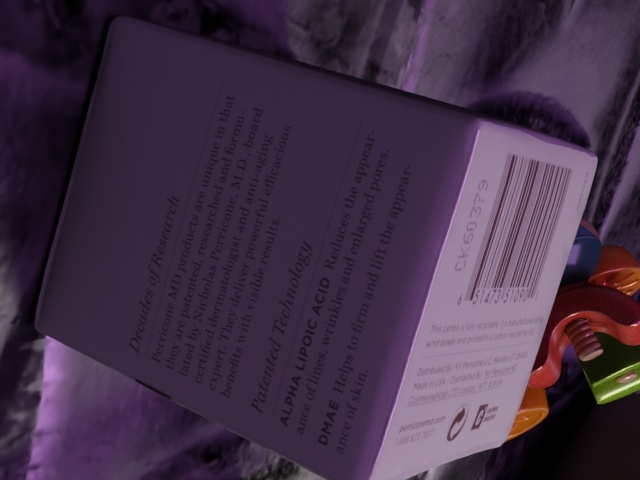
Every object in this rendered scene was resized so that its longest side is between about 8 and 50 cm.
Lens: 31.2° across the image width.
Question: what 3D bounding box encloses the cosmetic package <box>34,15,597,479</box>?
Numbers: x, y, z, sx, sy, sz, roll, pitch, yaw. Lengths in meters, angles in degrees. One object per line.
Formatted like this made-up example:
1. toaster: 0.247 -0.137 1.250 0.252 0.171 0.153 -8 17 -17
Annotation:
1. cosmetic package: 0.000 0.000 0.524 0.151 0.184 0.151 3 105 -59

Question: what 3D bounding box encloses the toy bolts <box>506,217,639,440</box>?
1. toy bolts: 0.162 0.050 0.922 0.218 0.158 0.228 -24 156 4

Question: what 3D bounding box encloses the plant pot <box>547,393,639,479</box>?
1. plant pot: 0.352 0.333 1.230 0.323 0.323 0.280 75 30 -46
